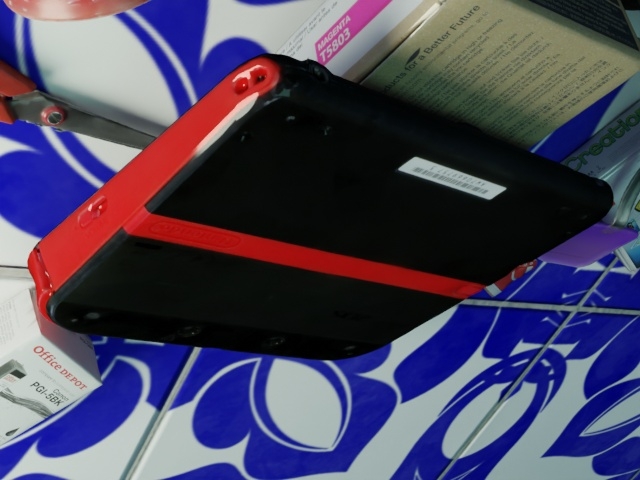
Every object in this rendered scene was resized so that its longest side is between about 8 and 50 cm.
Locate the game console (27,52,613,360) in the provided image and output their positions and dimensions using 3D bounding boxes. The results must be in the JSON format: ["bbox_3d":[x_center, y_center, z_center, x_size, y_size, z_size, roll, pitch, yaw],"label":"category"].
[{"bbox_3d":[0.000,0.000,0.744,0.386,0.060,0.342,12,143,-41],"label":"game console"}]

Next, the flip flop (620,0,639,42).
[{"bbox_3d":[0.263,-0.189,0.771,0.080,0.112,0.277,-32,147,22],"label":"flip flop"}]

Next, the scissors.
[{"bbox_3d":[-0.210,-0.090,0.645,0.109,0.021,0.297,-44,139,11],"label":"scissors"}]

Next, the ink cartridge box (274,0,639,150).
[{"bbox_3d":[0.082,-0.119,0.680,0.193,0.088,0.234,12,146,-37],"label":"ink cartridge box"}]

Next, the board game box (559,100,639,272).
[{"bbox_3d":[0.413,-0.112,0.965,0.305,0.053,0.193,-39,138,10],"label":"board game box"}]

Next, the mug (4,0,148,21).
[{"bbox_3d":[-0.138,-0.231,0.499,0.113,0.150,0.169,5,136,15],"label":"mug"}]

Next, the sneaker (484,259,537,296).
[{"bbox_3d":[0.186,0.015,0.967,0.067,0.042,0.118,-35,147,11],"label":"sneaker"}]

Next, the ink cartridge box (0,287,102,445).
[{"bbox_3d":[-0.272,0.116,0.785,0.135,0.056,0.099,-31,139,2],"label":"ink cartridge box"}]

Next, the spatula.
[{"bbox_3d":[0.313,-0.060,0.880,0.084,0.030,0.296,8,136,-25],"label":"spatula"}]
